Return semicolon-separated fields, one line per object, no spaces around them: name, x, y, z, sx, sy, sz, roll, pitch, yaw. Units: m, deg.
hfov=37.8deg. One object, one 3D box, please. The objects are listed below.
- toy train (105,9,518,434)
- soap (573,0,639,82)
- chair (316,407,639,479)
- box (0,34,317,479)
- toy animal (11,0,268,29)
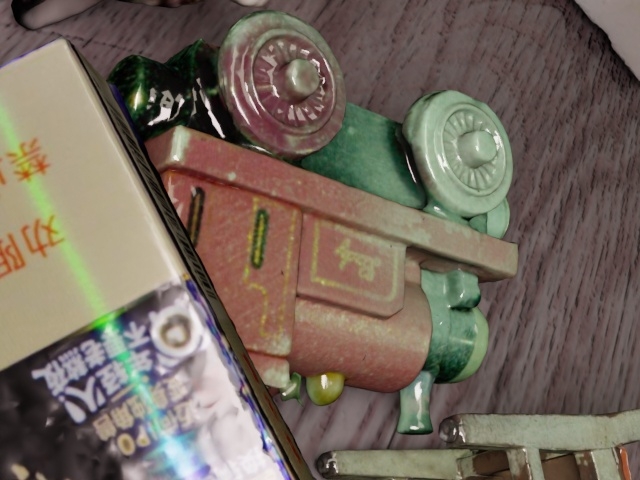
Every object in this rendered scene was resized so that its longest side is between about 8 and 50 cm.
toy train;0.000;0.000;0.581;0.304;0.150;0.222;16;70;-33
soap;0.431;-0.317;0.990;0.159;0.258;0.302;51;47;-4
chair;0.147;0.188;0.594;0.270;0.136;0.147;7;65;-37
box;-0.118;0.094;0.399;0.198;0.084;0.310;-27;85;-3
toy animal;-0.129;-0.252;0.553;0.302;0.194;0.344;-26;66;-20
